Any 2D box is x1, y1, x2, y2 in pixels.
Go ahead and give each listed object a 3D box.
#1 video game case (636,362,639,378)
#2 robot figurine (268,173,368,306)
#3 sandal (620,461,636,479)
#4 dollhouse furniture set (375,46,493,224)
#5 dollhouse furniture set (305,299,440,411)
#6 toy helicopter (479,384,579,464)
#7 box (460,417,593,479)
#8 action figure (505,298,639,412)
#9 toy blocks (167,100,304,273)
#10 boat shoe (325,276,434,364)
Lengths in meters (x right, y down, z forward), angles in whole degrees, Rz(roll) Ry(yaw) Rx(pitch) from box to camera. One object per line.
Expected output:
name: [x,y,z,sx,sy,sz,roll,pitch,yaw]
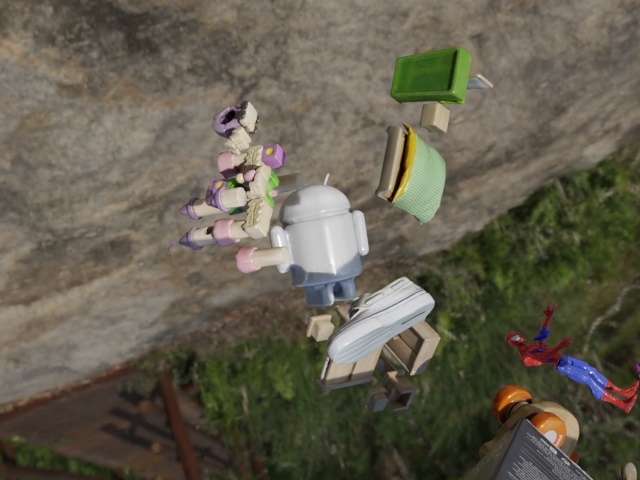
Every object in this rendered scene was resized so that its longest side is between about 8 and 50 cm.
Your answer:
video game case: [0.646,0.213,1.512,0.210,0.042,0.232,-16,159,20]
robot figurine: [0.000,0.000,2.490,0.300,0.353,0.200,-13,-178,-33]
sandal: [0.726,0.591,2.098,0.049,0.180,0.072,-19,131,32]
dollhouse furniture set: [0.239,-0.198,1.804,0.151,0.301,0.197,2,167,39]
dollhouse furniture set: [0.058,0.231,1.984,0.355,0.174,0.303,-4,125,-35]
toy helicopter: [0.382,0.477,1.795,0.235,0.140,0.355,35,92,-31]
box: [0.282,0.508,1.467,0.293,0.212,0.395,-51,169,18]
action figure: [0.523,0.228,1.869,0.091,0.280,0.139,-40,149,-62]
toy blocks: [-0.230,-0.111,2.143,0.260,0.288,0.309,-8,143,26]
boat shoe: [0.076,0.118,1.384,0.226,0.076,0.083,-19,145,-45]
